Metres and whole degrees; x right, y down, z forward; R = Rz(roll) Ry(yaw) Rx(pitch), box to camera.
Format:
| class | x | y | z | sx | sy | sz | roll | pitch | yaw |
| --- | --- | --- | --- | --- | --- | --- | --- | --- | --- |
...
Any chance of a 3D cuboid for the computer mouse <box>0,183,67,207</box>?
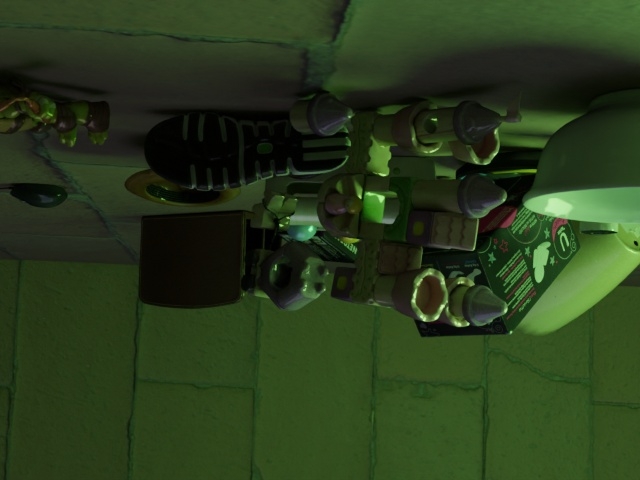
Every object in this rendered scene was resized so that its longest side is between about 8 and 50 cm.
| class | x | y | z | sx | sy | sz | roll | pitch | yaw |
| --- | --- | --- | --- | --- | --- | --- | --- | --- | --- |
| computer mouse | -0.621 | -0.089 | 2.221 | 0.242 | 0.041 | 0.071 | 2 | 174 | 3 |

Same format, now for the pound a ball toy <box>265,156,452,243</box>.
| class | x | y | z | sx | sy | sz | roll | pitch | yaw |
| --- | --- | --- | --- | --- | --- | --- | --- | --- | --- |
| pound a ball toy | 0.074 | -0.057 | 1.873 | 0.319 | 0.136 | 0.208 | 2 | 173 | 2 |

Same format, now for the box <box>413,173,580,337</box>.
| class | x | y | z | sx | sy | sz | roll | pitch | yaw |
| --- | --- | --- | --- | --- | --- | --- | --- | --- | --- |
| box | 0.245 | 0.022 | 1.652 | 0.163 | 0.142 | 0.247 | -7 | -156 | 42 |

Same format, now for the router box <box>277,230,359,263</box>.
| class | x | y | z | sx | sy | sz | roll | pitch | yaw |
| --- | --- | --- | --- | --- | --- | --- | --- | --- | --- |
| router box | 0.000 | 0.000 | 2.551 | 0.133 | 0.046 | 0.179 | 4 | 160 | 32 |

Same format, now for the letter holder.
| class | x | y | z | sx | sy | sz | roll | pitch | yaw |
| --- | --- | --- | --- | --- | --- | --- | --- | --- | --- |
| letter holder | -0.253 | 0.053 | 2.574 | 0.301 | 0.214 | 0.152 | -3 | 172 | 33 |

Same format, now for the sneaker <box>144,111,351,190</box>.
| class | x | y | z | sx | sy | sz | roll | pitch | yaw |
| --- | --- | --- | --- | --- | --- | --- | --- | --- | --- |
| sneaker | -0.095 | -0.115 | 1.575 | 0.281 | 0.106 | 0.162 | 1 | 176 | 4 |

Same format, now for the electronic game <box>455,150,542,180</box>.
| class | x | y | z | sx | sy | sz | roll | pitch | yaw |
| --- | --- | --- | --- | --- | --- | --- | --- | --- | --- |
| electronic game | 0.329 | -0.102 | 1.783 | 0.229 | 0.048 | 0.229 | 2 | 173 | 0 |

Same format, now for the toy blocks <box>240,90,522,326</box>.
| class | x | y | z | sx | sy | sz | roll | pitch | yaw |
| --- | --- | --- | --- | --- | --- | --- | --- | --- | --- |
| toy blocks | 0.116 | -0.039 | 1.379 | 0.309 | 0.289 | 0.260 | 11 | 176 | -40 |

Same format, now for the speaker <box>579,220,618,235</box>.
| class | x | y | z | sx | sy | sz | roll | pitch | yaw |
| --- | --- | --- | --- | --- | --- | --- | --- | --- | --- |
| speaker | 0.396 | -0.076 | 1.597 | 0.055 | 0.136 | 0.055 | 3 | 173 | 0 |

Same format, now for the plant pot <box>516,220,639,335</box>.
| class | x | y | z | sx | sy | sz | roll | pitch | yaw |
| --- | --- | --- | --- | --- | --- | --- | --- | --- | --- |
| plant pot | 0.456 | 0.009 | 2.025 | 0.256 | 0.257 | 0.274 | 6 | 156 | -33 |

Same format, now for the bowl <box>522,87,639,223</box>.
| class | x | y | z | sx | sy | sz | roll | pitch | yaw |
| --- | --- | --- | --- | --- | --- | --- | --- | --- | --- |
| bowl | 0.397 | -0.104 | 1.368 | 0.297 | 0.134 | 0.298 | 2 | 174 | 0 |

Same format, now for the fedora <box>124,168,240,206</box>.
| class | x | y | z | sx | sy | sz | roll | pitch | yaw |
| --- | --- | --- | --- | --- | --- | --- | --- | --- | --- |
| fedora | -0.213 | -0.109 | 1.757 | 0.194 | 0.079 | 0.194 | 2 | 167 | 1 |

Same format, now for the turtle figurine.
| class | x | y | z | sx | sy | sz | roll | pitch | yaw |
| --- | --- | --- | --- | --- | --- | --- | --- | --- | --- |
| turtle figurine | -0.387 | -0.154 | 1.394 | 0.269 | 0.087 | 0.217 | -15 | 172 | 40 |

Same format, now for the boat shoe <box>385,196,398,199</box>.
| class | x | y | z | sx | sy | sz | roll | pitch | yaw |
| --- | --- | --- | --- | --- | --- | --- | --- | --- | --- |
| boat shoe | 0.187 | -0.054 | 2.074 | 0.258 | 0.084 | 0.095 | -2 | 172 | 32 |
